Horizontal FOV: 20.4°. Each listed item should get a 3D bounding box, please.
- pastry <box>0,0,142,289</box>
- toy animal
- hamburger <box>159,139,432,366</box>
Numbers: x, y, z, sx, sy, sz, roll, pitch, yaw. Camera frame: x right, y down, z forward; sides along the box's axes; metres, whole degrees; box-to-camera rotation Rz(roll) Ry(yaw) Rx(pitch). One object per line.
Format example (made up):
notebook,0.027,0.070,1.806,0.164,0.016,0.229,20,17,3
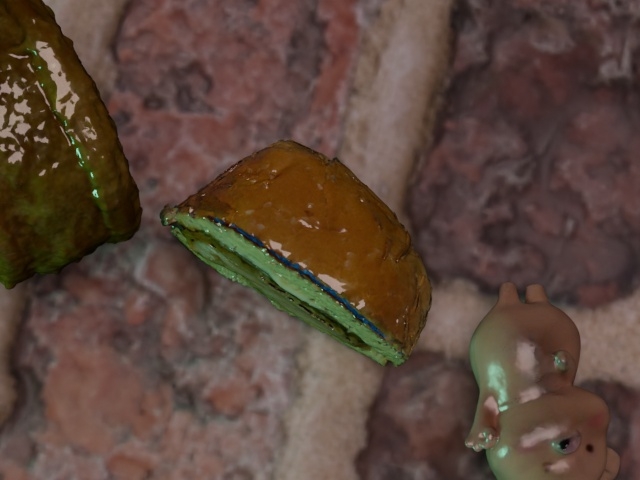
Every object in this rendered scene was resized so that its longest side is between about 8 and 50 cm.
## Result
pastry,-0.185,-0.069,1.046,0.103,0.189,0.188,-27,81,-11
toy animal,0.135,0.098,1.088,0.083,0.089,0.150,-10,82,17
hamburger,-0.001,-0.007,1.091,0.176,0.087,0.102,30,79,5
